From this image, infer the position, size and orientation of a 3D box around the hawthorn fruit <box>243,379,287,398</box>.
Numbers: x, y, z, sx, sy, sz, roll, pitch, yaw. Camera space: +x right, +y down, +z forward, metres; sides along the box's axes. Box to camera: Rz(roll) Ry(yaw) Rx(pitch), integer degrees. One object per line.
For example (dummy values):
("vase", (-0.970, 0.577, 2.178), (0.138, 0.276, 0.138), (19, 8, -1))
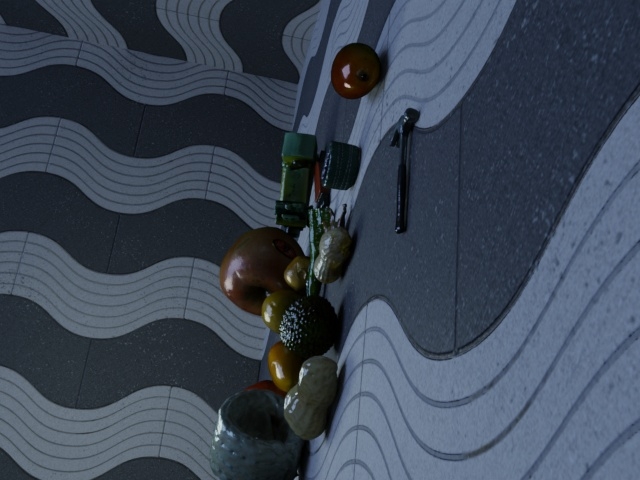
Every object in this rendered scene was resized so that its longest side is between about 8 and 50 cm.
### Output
("hawthorn fruit", (-0.190, 0.613, 2.180), (0.225, 0.197, 0.196), (-122, 40, -53))

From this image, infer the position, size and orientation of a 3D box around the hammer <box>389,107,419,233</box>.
("hammer", (0.158, -0.128, 1.205), (0.103, 0.029, 0.246), (126, 150, -71))

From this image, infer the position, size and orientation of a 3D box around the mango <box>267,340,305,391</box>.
("mango", (-0.111, 0.421, 2.045), (0.252, 0.126, 0.153), (-119, 27, -75))

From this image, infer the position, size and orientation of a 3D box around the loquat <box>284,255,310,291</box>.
("loquat", (-0.058, 0.112, 2.096), (0.137, 0.113, 0.137), (-53, -11, -15))

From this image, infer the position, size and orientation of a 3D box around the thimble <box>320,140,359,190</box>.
("thimble", (0.055, -0.210, 1.741), (0.118, 0.090, 0.135), (-96, 18, -62))

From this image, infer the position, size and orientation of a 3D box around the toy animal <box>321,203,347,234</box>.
("toy animal", (0.043, -0.030, 1.782), (0.241, 0.057, 0.099), (125, 147, -67))

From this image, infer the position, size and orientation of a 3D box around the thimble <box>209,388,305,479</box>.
("thimble", (-0.178, 0.599, 1.829), (0.291, 0.292, 0.195), (-100, 21, -65))

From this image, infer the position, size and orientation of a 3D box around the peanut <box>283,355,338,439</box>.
("peanut", (-0.025, 0.388, 1.526), (0.123, 0.124, 0.256), (-94, 14, -57))

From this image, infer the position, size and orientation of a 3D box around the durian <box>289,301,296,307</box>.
("durian", (-0.071, 0.285, 1.909), (0.095, 0.137, 0.220), (-44, 25, 22))

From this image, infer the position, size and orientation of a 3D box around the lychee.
("lychee", (-0.029, 0.224, 1.622), (0.171, 0.171, 0.171), (-171, 90, -81))

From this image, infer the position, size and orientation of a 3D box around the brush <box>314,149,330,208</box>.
("brush", (0.004, -0.223, 2.219), (0.323, 0.051, 0.070), (-90, 10, -46))

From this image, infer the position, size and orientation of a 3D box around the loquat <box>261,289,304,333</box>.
("loquat", (-0.120, 0.242, 2.096), (0.204, 0.172, 0.149), (10, 99, 56))

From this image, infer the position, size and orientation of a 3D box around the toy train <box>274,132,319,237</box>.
("toy train", (-0.089, -0.215, 2.337), (0.253, 0.160, 0.396), (76, -158, -78))

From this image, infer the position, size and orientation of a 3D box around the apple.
("apple", (-0.197, 0.106, 2.291), (0.305, 0.339, 0.338), (-79, 4, -49))

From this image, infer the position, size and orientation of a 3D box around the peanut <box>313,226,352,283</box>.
("peanut", (0.031, 0.040, 1.650), (0.206, 0.087, 0.087), (109, 167, -49))

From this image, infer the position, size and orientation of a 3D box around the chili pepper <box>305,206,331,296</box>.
("chili pepper", (-0.006, 0.067, 1.940), (0.076, 0.085, 0.358), (28, -120, -58))

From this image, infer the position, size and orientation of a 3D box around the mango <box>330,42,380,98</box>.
("mango", (0.093, -0.453, 1.666), (0.289, 0.129, 0.146), (-80, -2, -84))
